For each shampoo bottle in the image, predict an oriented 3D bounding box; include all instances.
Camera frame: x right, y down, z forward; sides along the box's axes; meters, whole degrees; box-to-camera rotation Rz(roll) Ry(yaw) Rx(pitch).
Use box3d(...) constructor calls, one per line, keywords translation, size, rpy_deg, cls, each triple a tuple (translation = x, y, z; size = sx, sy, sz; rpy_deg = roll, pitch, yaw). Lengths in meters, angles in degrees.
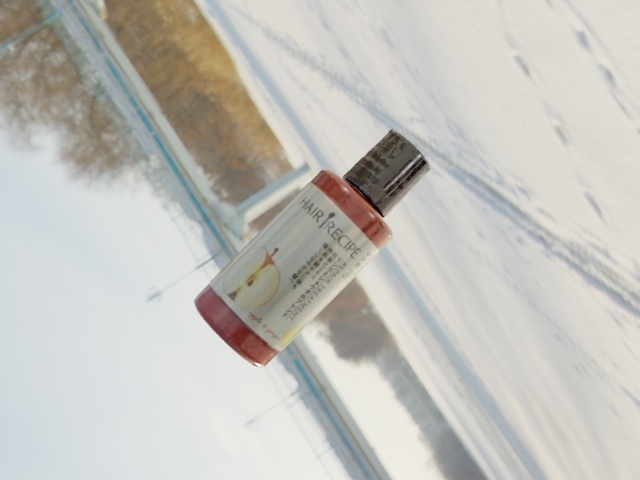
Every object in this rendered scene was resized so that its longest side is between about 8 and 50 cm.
box3d(translation=(0.000, 0.000, 0.951), size=(0.104, 0.278, 0.104), rpy_deg=(45, 179, 1), cls="shampoo bottle")
